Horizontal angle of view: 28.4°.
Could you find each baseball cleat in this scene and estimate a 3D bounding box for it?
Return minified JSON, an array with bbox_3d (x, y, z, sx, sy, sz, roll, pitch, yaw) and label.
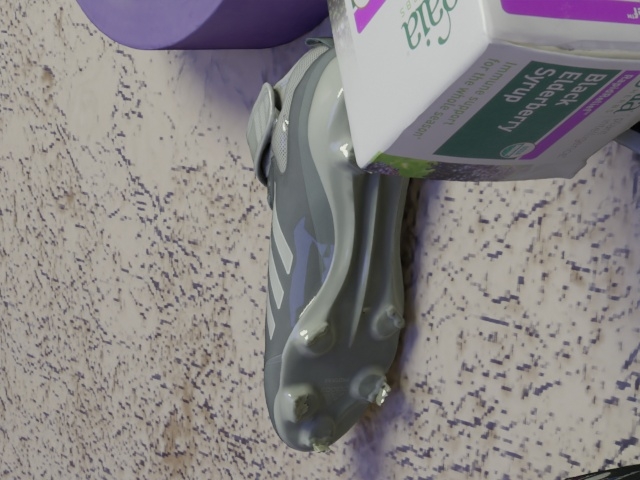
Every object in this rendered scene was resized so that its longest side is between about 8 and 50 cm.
[{"bbox_3d":[0.000,0.000,0.648,0.109,0.072,0.206,35,116,54],"label":"baseball cleat"}]

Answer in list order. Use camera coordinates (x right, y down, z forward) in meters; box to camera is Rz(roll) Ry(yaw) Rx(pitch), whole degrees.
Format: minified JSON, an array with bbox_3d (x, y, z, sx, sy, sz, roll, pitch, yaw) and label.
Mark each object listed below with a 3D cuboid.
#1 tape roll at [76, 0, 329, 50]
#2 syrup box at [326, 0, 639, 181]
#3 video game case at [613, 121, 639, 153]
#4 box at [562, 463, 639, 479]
[{"bbox_3d":[-0.061,-0.194,0.661,0.189,0.080,0.189,9,103,45],"label":"tape roll"},{"bbox_3d":[0.053,-0.147,0.457,0.093,0.096,0.237,135,131,-58],"label":"syrup box"},{"bbox_3d":[0.175,-0.094,0.403,0.173,0.022,0.190,35,122,36],"label":"video game case"},{"bbox_3d":[0.169,0.155,0.425,0.270,0.143,0.165,-24,79,46],"label":"box"}]
